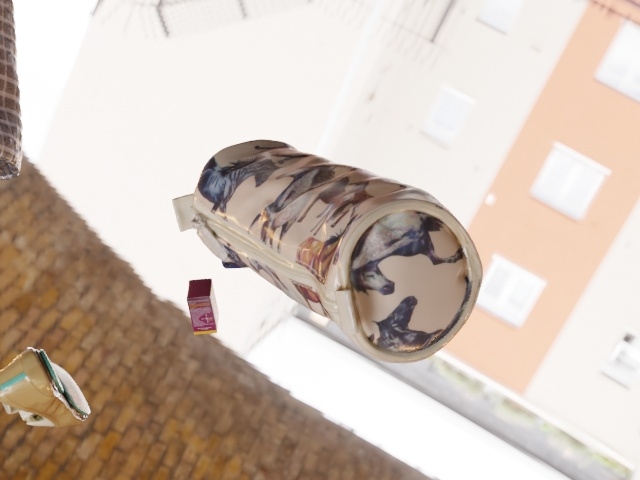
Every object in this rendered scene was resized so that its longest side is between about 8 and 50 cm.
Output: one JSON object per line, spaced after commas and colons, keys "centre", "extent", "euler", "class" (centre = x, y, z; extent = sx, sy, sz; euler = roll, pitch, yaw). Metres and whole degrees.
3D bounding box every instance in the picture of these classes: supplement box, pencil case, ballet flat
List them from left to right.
{"centre": [-0.319, 0.171, 1.397], "extent": [0.080, 0.073, 0.232], "euler": [58, 171, 17], "class": "ballet flat"}
{"centre": [-0.204, 0.115, 2.156], "extent": [0.043, 0.083, 0.055], "euler": [-5, -144, 4], "class": "supplement box"}
{"centre": [0.000, 0.000, 1.312], "extent": [0.183, 0.160, 0.410], "euler": [-26, -156, -19], "class": "pencil case"}

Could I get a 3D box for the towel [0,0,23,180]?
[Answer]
{"centre": [-0.440, -0.194, 1.313], "extent": [0.284, 0.121, 0.235], "euler": [17, -117, -57], "class": "towel"}
